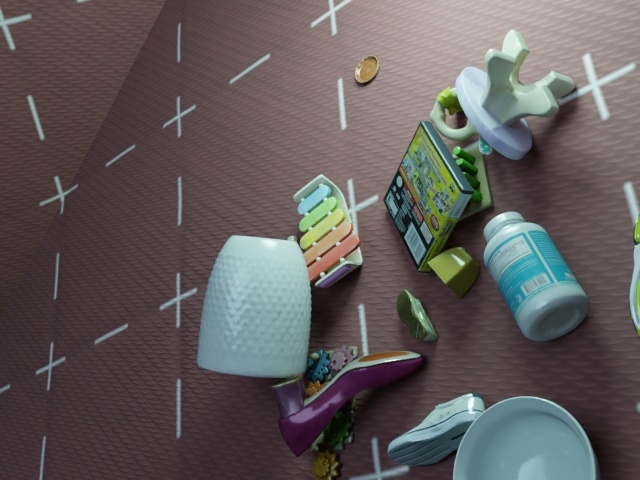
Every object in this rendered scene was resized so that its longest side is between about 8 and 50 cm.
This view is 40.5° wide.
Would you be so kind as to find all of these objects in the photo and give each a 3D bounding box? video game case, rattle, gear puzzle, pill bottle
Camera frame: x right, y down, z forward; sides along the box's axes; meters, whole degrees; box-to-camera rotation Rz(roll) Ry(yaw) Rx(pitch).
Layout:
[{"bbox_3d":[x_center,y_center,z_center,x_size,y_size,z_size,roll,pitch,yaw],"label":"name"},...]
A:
[{"bbox_3d":[0.247,-0.105,2.045,0.275,0.035,0.248,-111,35,-45],"label":"video game case"},{"bbox_3d":[0.370,-0.277,2.067,0.199,0.143,0.130,32,92,24],"label":"rattle"},{"bbox_3d":[0.007,0.425,2.112,0.175,0.044,0.339,-15,62,40],"label":"gear puzzle"},{"bbox_3d":[0.431,0.065,1.786,0.146,0.146,0.264,-41,47,24],"label":"pill bottle"}]

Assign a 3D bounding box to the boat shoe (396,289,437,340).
[{"bbox_3d":[0.224,0.176,2.022,0.056,0.048,0.153,-60,34,24],"label":"boat shoe"}]

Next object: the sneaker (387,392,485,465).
[{"bbox_3d":[0.254,0.406,1.860,0.258,0.094,0.091,-31,27,32],"label":"sneaker"}]

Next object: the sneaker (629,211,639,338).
[{"bbox_3d":[0.646,0.076,1.600,0.121,0.111,0.300,-7,69,39],"label":"sneaker"}]

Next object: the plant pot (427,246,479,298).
[{"bbox_3d":[0.309,0.064,1.961,0.083,0.081,0.081,-43,46,6],"label":"plant pot"}]

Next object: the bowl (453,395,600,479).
[{"bbox_3d":[0.409,0.454,1.634,0.298,0.134,0.298,-21,57,37],"label":"bowl"}]

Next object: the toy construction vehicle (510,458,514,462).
[{"bbox_3d":[0.373,0.412,1.762,0.098,0.035,0.086,-53,44,13],"label":"toy construction vehicle"}]

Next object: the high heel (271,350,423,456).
[{"bbox_3d":[0.077,0.376,2.022,0.377,0.127,0.181,-17,90,19],"label":"high heel"}]

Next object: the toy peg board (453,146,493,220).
[{"bbox_3d":[0.308,-0.134,2.050,0.160,0.079,0.161,-26,54,34],"label":"toy peg board"}]

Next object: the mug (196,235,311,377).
[{"bbox_3d":[-0.156,0.158,2.220,0.276,0.374,0.328,6,90,2],"label":"mug"}]

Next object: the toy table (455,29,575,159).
[{"bbox_3d":[0.423,-0.331,1.927,0.161,0.252,0.274,-50,53,38],"label":"toy table"}]

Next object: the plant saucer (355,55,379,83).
[{"bbox_3d":[0.133,-0.479,2.434,0.083,0.013,0.083,-21,58,38],"label":"plant saucer"}]

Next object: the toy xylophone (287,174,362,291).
[{"bbox_3d":[0.000,0.000,2.292,0.236,0.081,0.323,-44,46,22],"label":"toy xylophone"}]
